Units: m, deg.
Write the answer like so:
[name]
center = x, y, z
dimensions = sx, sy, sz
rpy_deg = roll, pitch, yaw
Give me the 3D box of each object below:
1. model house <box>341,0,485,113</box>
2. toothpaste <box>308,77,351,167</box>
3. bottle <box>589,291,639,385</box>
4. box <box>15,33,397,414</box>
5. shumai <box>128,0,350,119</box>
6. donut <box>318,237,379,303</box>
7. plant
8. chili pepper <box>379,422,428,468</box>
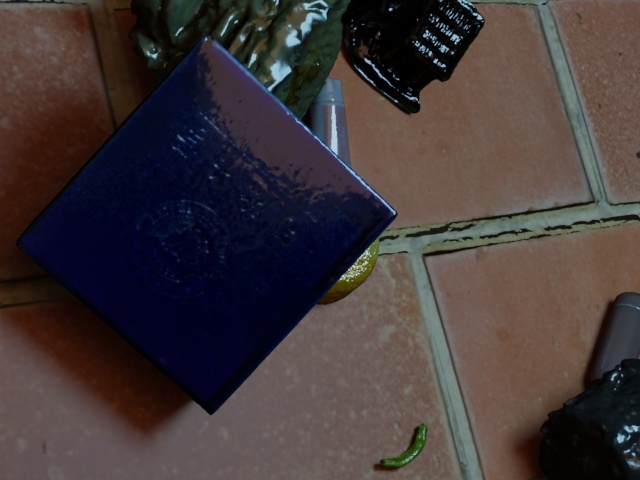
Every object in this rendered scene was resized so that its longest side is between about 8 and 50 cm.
[model house]
center = 0.109, -0.267, 1.587
dimensions = 0.165, 0.152, 0.106
rpy_deg = 36, 52, -18
[toothpaste]
center = 0.012, -0.093, 1.534
dimensions = 0.067, 0.043, 0.194
rpy_deg = 2, 79, -30
[bottle]
center = 0.388, 0.133, 1.672
dimensions = 0.053, 0.053, 0.140
rpy_deg = 35, 59, -17
[box]
center = -0.113, -0.018, 1.306
dimensions = 0.261, 0.116, 0.279
rpy_deg = 42, 89, -10
[shumai]
center = -0.105, -0.216, 1.446
dimensions = 0.218, 0.189, 0.256
rpy_deg = 32, 76, 2
[donut]
center = 0.000, 0.000, 1.470
dimensions = 0.152, 0.058, 0.152
rpy_deg = 4, 81, -24
[plant]
center = 0.388, 0.244, 1.543
dimensions = 0.234, 0.178, 0.204
rpy_deg = -13, 124, -28
[chili pepper]
center = 0.098, 0.238, 1.481
dimensions = 0.030, 0.017, 0.083
rpy_deg = 51, 53, -5
